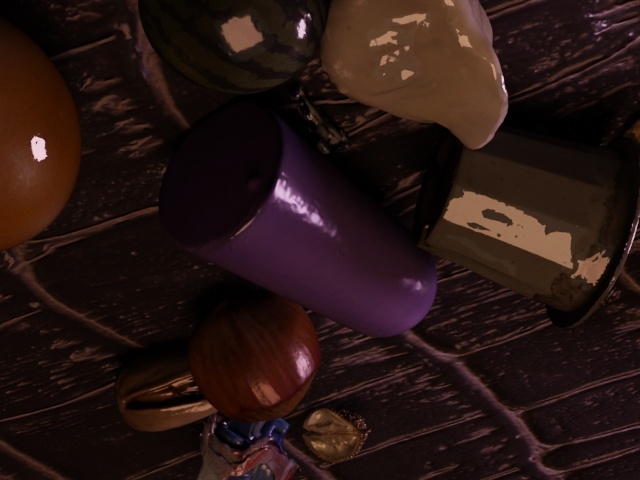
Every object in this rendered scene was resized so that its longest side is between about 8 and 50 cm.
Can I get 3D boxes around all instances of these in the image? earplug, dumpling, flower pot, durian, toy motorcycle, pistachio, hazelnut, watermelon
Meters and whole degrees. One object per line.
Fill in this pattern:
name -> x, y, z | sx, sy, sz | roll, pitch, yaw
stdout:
earplug -> 0.000, 0.000, 1.734 | 0.215, 0.215, 0.456 | -29, 140, 26
dumpling -> 0.113, -0.220, 1.442 | 0.187, 0.243, 0.318 | -37, 154, -9
flower pot -> 0.273, -0.041, 1.687 | 0.259, 0.290, 0.290 | 16, 138, -8
durian -> 0.039, 0.345, 2.259 | 0.140, 0.071, 0.110 | -11, 105, 29
toy motorcycle -> -0.165, 0.393, 2.201 | 0.241, 0.182, 0.319 | -23, 147, -24
pistachio -> -0.246, 0.246, 2.061 | 0.206, 0.131, 0.130 | -14, 100, 3
hazelnut -> -0.101, 0.187, 1.943 | 0.210, 0.186, 0.210 | -20, 151, -12
watermelon -> -0.094, -0.265, 1.371 | 0.212, 0.212, 0.212 | -4, 141, -3

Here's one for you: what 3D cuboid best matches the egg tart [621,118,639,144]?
egg tart -> 0.511, -0.112, 1.734 | 0.191, 0.074, 0.191 | 6, 149, 4

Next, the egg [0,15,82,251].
egg -> -0.436, -0.135, 1.423 | 0.282, 0.283, 0.351 | -27, 138, 24

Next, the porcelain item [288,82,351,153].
porcelain item -> 0.002, -0.144, 1.641 | 0.021, 0.075, 0.136 | -26, 137, 21
